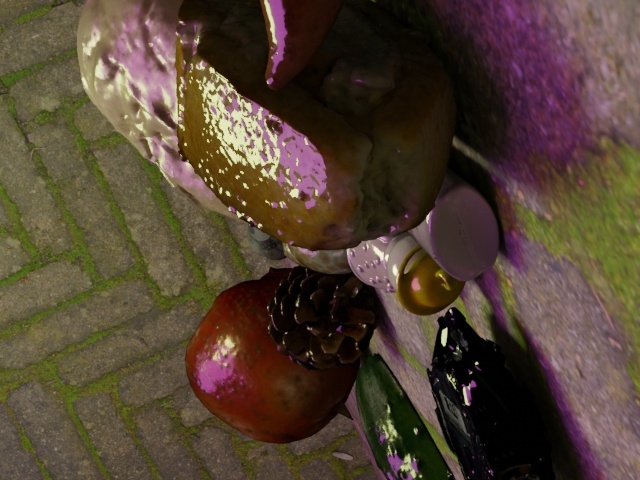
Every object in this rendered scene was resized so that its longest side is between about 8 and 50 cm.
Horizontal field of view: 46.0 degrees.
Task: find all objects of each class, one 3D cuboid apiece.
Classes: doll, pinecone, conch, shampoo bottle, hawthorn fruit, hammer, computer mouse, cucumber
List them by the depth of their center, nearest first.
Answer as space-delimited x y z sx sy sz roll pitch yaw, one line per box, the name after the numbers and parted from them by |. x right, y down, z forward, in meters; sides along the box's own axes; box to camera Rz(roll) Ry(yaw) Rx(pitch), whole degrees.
0.070 -0.052 0.642 0.086 0.056 0.227 63 175 -32 | shampoo bottle
0.157 0.167 0.673 0.146 0.077 0.242 -137 26 -71 | computer mouse
0.080 0.017 0.715 0.129 0.081 0.207 59 173 -16 | doll
-0.001 0.000 1.174 0.173 0.106 0.116 39 177 42 | conch
0.011 0.128 1.251 0.184 0.179 0.204 43 163 -22 | pinecone
-0.087 -0.132 1.336 0.202 0.113 0.305 110 152 -50 | hammer
0.134 0.352 1.402 0.145 0.105 0.325 73 172 -53 | cucumber
-0.080 0.273 1.692 0.403 0.402 0.403 63 173 15 | hawthorn fruit

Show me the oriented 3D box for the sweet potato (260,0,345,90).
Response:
-0.022 -0.269 0.434 0.095 0.106 0.355 2 -107 -58 | sweet potato

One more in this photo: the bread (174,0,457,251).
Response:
-0.001 -0.098 0.533 0.257 0.186 0.124 -130 32 -47 | bread

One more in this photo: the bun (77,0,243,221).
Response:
-0.125 -0.157 0.881 0.361 0.213 0.361 48 -174 -7 | bun
